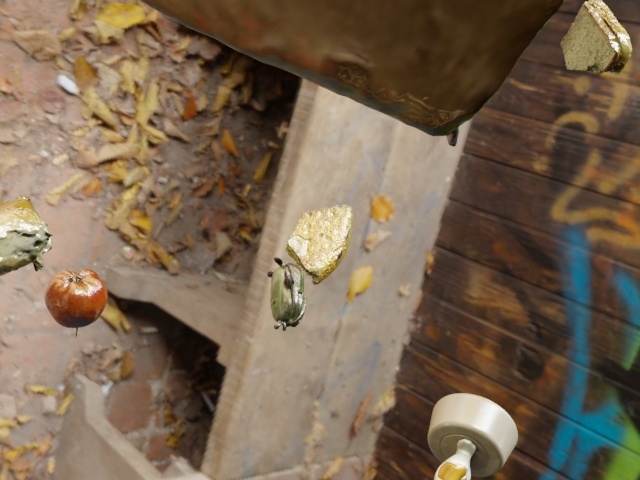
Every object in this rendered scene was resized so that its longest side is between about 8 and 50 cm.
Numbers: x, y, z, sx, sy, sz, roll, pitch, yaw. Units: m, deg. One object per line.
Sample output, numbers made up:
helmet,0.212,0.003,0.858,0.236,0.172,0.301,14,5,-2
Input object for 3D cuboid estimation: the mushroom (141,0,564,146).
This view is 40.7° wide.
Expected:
mushroom,0.007,-0.286,0.601,0.397,0.224,0.313,18,136,-23

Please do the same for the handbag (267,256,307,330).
handbag,-0.045,0.076,1.179,0.047,0.111,0.072,10,136,-17

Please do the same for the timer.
timer,0.257,0.443,1.643,0.266,0.175,0.175,-54,141,-45

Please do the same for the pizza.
pizza,0.000,0.000,1.493,0.036,0.099,0.160,98,15,-61

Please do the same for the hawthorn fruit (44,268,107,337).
hawthorn fruit,-0.487,0.123,1.740,0.125,0.125,0.140,-22,94,-38

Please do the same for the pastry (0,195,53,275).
pastry,-0.547,0.016,1.359,0.236,0.257,0.120,-21,105,-19

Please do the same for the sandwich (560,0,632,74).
sandwich,0.369,-0.256,1.152,0.036,0.105,0.093,-7,140,-21
